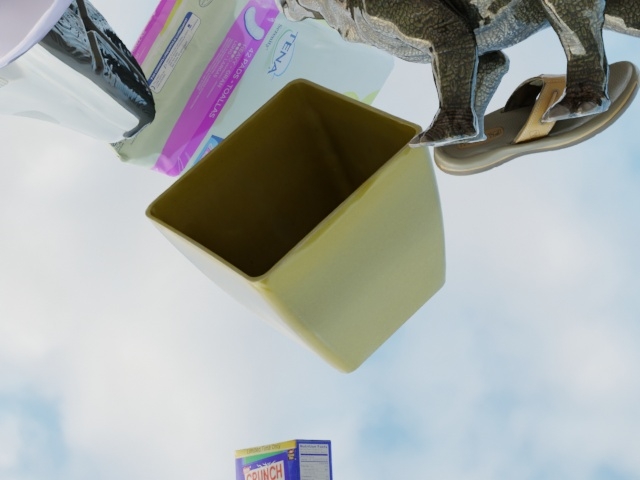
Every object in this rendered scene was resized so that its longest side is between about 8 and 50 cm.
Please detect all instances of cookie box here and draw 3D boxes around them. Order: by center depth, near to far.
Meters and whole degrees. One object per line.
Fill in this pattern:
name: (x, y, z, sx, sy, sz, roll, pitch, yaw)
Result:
cookie box: (-0.030, 0.225, 1.209, 0.092, 0.040, 0.107, -20, -112, 50)

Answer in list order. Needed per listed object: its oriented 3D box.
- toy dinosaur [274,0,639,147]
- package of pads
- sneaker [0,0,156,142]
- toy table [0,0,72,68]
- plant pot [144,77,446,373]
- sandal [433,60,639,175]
toy dinosaur: (0.098, -0.133, 0.680, 0.313, 0.121, 0.160, -12, -89, 24)
package of pads: (-0.075, -0.164, 1.541, 0.101, 0.296, 0.229, 41, -76, 36)
sneaker: (-0.369, -0.159, 1.194, 0.257, 0.447, 0.169, -46, -145, 17)
toy table: (-0.281, -0.178, 0.923, 0.252, 0.274, 0.161, 44, -145, 2)
plant pot: (0.000, 0.000, 1.385, 0.212, 0.187, 0.212, -43, -143, -15)
sandal: (0.172, -0.105, 1.161, 0.180, 0.049, 0.072, -19, -144, 11)
